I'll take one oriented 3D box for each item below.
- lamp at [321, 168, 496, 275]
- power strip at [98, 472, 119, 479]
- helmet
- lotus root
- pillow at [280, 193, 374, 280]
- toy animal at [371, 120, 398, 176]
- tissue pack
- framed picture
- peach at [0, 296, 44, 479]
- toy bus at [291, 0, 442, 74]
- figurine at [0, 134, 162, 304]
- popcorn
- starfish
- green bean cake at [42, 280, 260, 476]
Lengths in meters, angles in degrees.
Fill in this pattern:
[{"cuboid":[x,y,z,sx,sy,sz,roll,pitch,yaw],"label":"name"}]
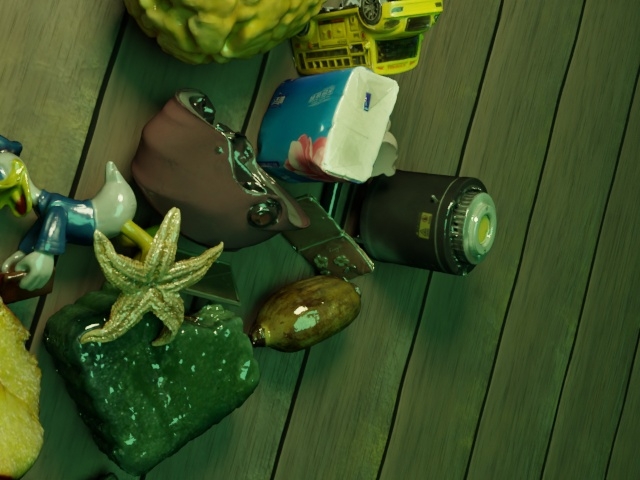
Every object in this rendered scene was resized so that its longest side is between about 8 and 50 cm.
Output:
[{"cuboid":[0.221,-0.043,1.696,0.374,0.272,0.205,17,83,-34],"label":"lamp"},{"cuboid":[-0.419,0.576,1.419,0.251,0.092,0.257,-32,111,-38],"label":"power strip"},{"cuboid":[-0.190,-0.093,1.432,0.197,0.271,0.338,-39,128,4],"label":"helmet"},{"cuboid":[-0.035,0.148,1.613,0.260,0.145,0.129,-25,105,-30],"label":"lotus root"},{"cuboid":[0.000,0.000,1.643,0.232,0.126,0.043,47,37,-27],"label":"pillow"},{"cuboid":[0.086,-0.220,1.651,0.124,0.213,0.124,-7,132,-8],"label":"toy animal"},{"cuboid":[0.002,-0.215,1.530,0.137,0.269,0.209,24,83,-29],"label":"tissue pack"},{"cuboid":[-0.219,0.065,1.512,0.149,0.109,0.011,19,126,-35],"label":"framed picture"},{"cuboid":[-0.575,0.204,1.129,0.416,0.339,0.353,27,118,-17],"label":"peach"},{"cuboid":[0.080,-0.387,1.532,0.144,0.330,0.152,-16,106,-32],"label":"toy bus"},{"cuboid":[-0.448,-0.033,1.329,0.283,0.204,0.338,-46,106,-15],"label":"figurine"},{"cuboid":[-0.134,-0.478,1.365,0.354,0.344,0.390,19,78,-29],"label":"popcorn"},{"cuboid":[-0.267,0.060,1.273,0.277,0.062,0.236,-33,122,-18],"label":"starfish"},{"cuboid":[-0.289,0.204,1.430,0.307,0.169,0.300,-30,112,-30],"label":"green bean cake"}]
